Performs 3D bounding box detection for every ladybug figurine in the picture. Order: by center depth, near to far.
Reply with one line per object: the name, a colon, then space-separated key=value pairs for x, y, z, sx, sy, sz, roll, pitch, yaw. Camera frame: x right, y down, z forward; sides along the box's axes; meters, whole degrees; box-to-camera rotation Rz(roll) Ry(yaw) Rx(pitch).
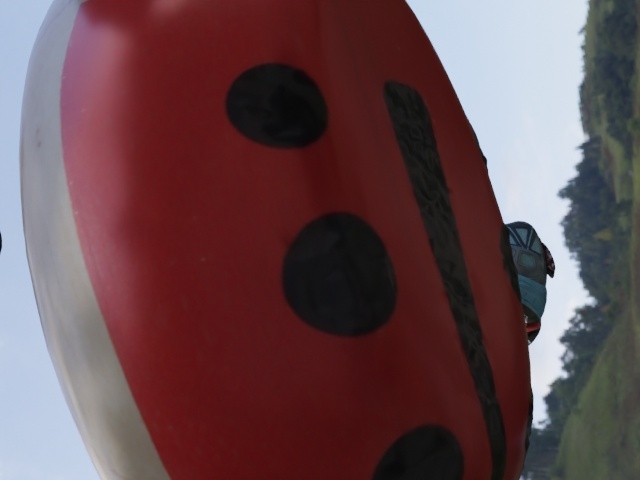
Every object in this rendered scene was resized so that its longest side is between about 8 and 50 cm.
ladybug figurine: x=0.000 y=0.000 z=0.424 sx=0.305 sy=0.162 sz=0.449 roll=-3 pitch=-107 yaw=-50

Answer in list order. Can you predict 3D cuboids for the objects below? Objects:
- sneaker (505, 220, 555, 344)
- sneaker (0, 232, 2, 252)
sneaker: x=0.068 y=0.013 z=0.641 sx=0.104 sy=0.261 sz=0.125 roll=81 pitch=-149 yaw=-47
sneaker: x=-0.349 y=-0.020 z=0.575 sx=0.153 sy=0.101 sz=0.269 roll=-36 pitch=-58 yaw=-52
